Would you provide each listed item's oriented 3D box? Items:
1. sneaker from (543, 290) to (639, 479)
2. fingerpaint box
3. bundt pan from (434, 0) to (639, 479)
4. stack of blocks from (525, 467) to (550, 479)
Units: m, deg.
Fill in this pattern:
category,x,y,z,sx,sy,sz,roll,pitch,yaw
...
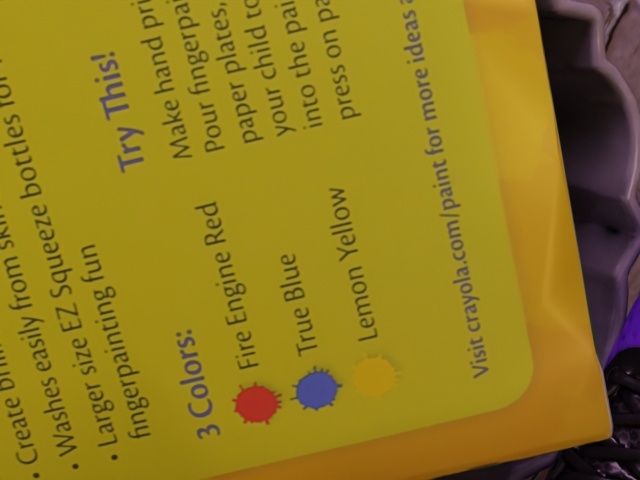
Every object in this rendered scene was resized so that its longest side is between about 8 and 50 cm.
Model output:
category,x,y,z,sx,sy,sz,roll,pitch,yaw
sneaker,0.161,0.125,0.942,0.146,0.102,0.293,-11,121,-47
fingerpaint box,-0.126,-0.116,0.643,0.371,0.163,0.444,-14,113,1
bundt pan,0.000,0.000,0.928,0.331,0.124,0.330,-11,109,-33
stack of blocks,0.115,0.202,1.095,0.297,0.087,0.171,-52,127,-11
